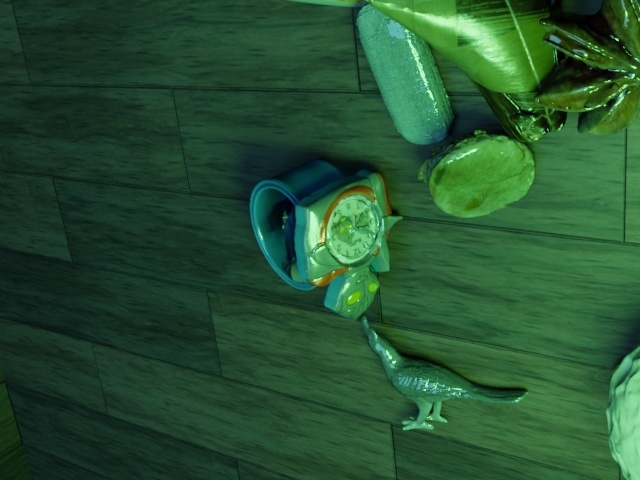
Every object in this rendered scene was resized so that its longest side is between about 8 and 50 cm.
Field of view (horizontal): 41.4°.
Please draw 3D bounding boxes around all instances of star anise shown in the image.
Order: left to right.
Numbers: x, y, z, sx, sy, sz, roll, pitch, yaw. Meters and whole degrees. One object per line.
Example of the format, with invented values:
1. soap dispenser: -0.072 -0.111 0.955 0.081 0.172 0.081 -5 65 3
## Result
1. star anise: 0.464 -0.271 1.231 0.108 0.315 0.315 -106 32 -45

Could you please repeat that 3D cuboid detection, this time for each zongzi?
1. zongzi: 0.232 -0.275 1.321 0.154 0.317 0.289 -134 31 -68

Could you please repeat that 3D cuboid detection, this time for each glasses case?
1. glasses case: 0.150 -0.296 1.500 0.109 0.067 0.282 -7 118 38

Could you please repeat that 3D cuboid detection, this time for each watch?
1. watch: 0.000 0.000 1.698 0.274 0.241 0.305 18 124 49

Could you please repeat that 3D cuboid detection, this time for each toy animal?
1. toy animal: 0.226 0.311 1.746 0.367 0.081 0.206 24 125 21

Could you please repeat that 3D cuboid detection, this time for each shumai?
1. shumai: 0.269 -0.132 1.489 0.201 0.201 0.120 -54 35 39

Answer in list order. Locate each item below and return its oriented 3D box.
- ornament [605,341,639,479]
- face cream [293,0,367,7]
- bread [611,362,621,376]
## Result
1. ornament: 0.605 0.278 1.291 0.337 0.337 0.337 16 120 30
2. face cream: 0.038 -0.474 1.521 0.269 0.073 0.107 12 128 31
3. bread: 0.564 0.261 1.486 0.082 0.056 0.115 -20 96 63
